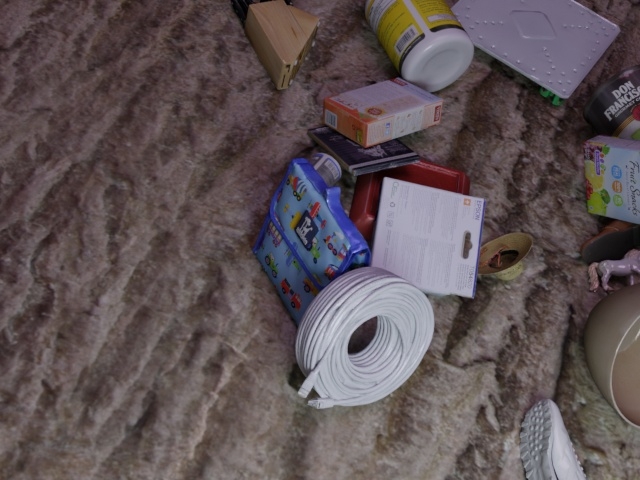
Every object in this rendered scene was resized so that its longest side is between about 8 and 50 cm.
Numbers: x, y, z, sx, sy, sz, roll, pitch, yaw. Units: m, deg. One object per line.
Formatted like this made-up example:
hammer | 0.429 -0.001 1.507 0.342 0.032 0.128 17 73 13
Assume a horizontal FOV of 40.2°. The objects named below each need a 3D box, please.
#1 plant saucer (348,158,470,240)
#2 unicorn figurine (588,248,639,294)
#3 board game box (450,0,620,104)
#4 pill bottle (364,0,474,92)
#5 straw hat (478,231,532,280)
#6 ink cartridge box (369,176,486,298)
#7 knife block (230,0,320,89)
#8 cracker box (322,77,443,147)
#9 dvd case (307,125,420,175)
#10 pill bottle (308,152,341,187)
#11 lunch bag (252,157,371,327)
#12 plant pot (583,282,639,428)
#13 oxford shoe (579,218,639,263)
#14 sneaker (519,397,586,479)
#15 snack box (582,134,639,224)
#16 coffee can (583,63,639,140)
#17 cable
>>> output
plant saucer | 0.203 -0.090 1.903 0.258 0.048 0.259 16 51 -3
unicorn figurine | 0.658 0.067 1.894 0.161 0.060 0.111 4 53 -12
board game box | 0.564 -0.564 2.354 0.389 0.050 0.390 35 53 12
pill bottle | 0.225 -0.542 2.160 0.187 0.188 0.334 -12 58 -23
straw hat | 0.389 0.049 1.830 0.144 0.144 0.061 -51 119 -37
ink cartridge box | 0.216 -0.002 1.794 0.223 0.045 0.224 12 74 -5
knife block | -0.137 -0.512 2.106 0.242 0.088 0.276 22 52 3
cracker box | 0.142 -0.294 1.988 0.232 0.067 0.155 -21 40 -31
dvd case | 0.093 -0.210 1.931 0.164 0.018 0.221 -14 35 -24
pill bottle | -0.021 -0.117 1.844 0.078 0.078 0.137 33 53 11
lunch bag | 0.000 0.000 1.622 0.138 0.293 0.221 -18 60 -26
plant pot | 0.621 0.196 1.686 0.284 0.284 0.191 -6 18 -19
oxford shoe | 0.652 -0.006 1.956 0.212 0.076 0.076 -20 31 -24
sneaker | 0.426 0.400 1.578 0.094 0.090 0.235 16 54 -19
snack box | 0.685 -0.132 1.924 0.070 0.175 0.207 -25 25 -29
coffee can | 0.786 -0.252 2.079 0.201 0.202 0.275 -12 58 -23
cable | 0.079 0.173 1.550 0.257 0.257 0.089 12 14 -37
